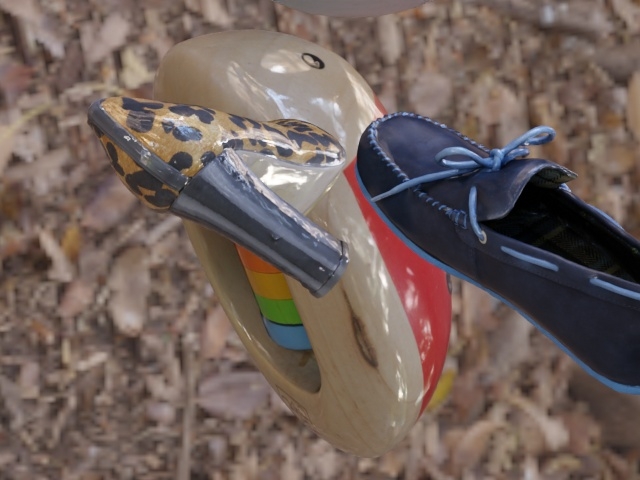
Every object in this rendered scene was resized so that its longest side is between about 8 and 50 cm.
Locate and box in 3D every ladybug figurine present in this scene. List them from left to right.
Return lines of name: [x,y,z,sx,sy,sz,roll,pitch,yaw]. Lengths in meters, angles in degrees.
ladybug figurine: [0.000,0.000,1.490,0.162,0.305,0.449,-32,127,-19]

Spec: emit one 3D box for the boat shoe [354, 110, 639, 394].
boat shoe: [0.130,-0.017,1.001,0.109,0.258,0.089,-36,146,-35]

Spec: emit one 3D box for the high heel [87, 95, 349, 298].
high heel: [-0.076,-0.070,1.122,0.186,0.093,0.261,35,12,-19]

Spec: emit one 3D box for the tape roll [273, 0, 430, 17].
tape roll: [0.031,-0.275,1.388,0.219,0.219,0.072,33,47,-50]
